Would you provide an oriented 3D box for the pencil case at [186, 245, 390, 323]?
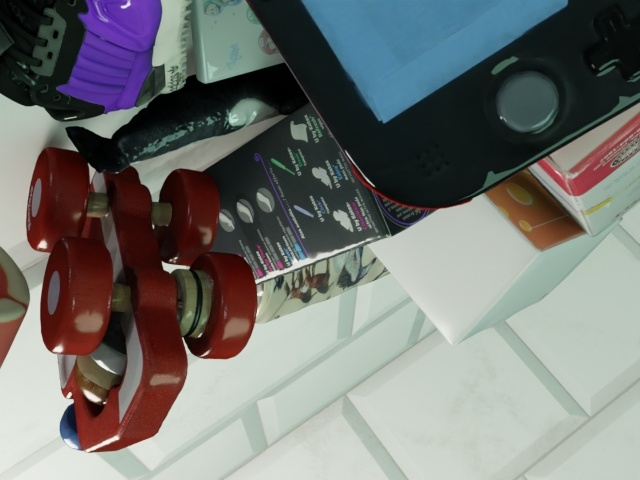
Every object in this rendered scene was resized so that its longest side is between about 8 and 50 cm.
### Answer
[{"bbox_3d":[0.000,0.000,1.065,0.410,0.160,0.183,-15,139,-45],"label":"pencil case"}]

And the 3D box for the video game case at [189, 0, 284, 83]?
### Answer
[{"bbox_3d":[-0.053,-0.231,0.653,0.143,0.019,0.157,-24,130,-32],"label":"video game case"}]

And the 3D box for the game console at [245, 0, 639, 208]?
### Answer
[{"bbox_3d":[0.095,-0.243,0.454,0.342,0.386,0.060,-30,-166,17],"label":"game console"}]

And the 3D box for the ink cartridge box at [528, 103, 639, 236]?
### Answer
[{"bbox_3d":[0.279,-0.136,0.655,0.226,0.131,0.306,-42,160,12],"label":"ink cartridge box"}]

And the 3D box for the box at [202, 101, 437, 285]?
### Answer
[{"bbox_3d":[-0.001,-0.059,0.784,0.165,0.143,0.270,-28,-176,-42],"label":"box"}]

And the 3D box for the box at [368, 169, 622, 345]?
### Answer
[{"bbox_3d":[0.155,-0.075,0.913,0.215,0.345,0.168,-15,148,-45],"label":"box"}]

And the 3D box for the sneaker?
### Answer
[{"bbox_3d":[-0.178,-0.157,0.517,0.146,0.102,0.293,-26,170,-14],"label":"sneaker"}]

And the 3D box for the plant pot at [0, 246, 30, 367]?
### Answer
[{"bbox_3d":[-0.378,0.090,0.567,0.243,0.275,0.275,-52,156,5],"label":"plant pot"}]

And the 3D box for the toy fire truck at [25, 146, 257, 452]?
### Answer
[{"bbox_3d":[-0.203,0.070,0.724,0.169,0.302,0.254,6,129,-32],"label":"toy fire truck"}]

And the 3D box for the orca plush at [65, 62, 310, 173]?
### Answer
[{"bbox_3d":[-0.114,-0.158,0.730,0.287,0.102,0.151,-23,-162,-24],"label":"orca plush"}]
